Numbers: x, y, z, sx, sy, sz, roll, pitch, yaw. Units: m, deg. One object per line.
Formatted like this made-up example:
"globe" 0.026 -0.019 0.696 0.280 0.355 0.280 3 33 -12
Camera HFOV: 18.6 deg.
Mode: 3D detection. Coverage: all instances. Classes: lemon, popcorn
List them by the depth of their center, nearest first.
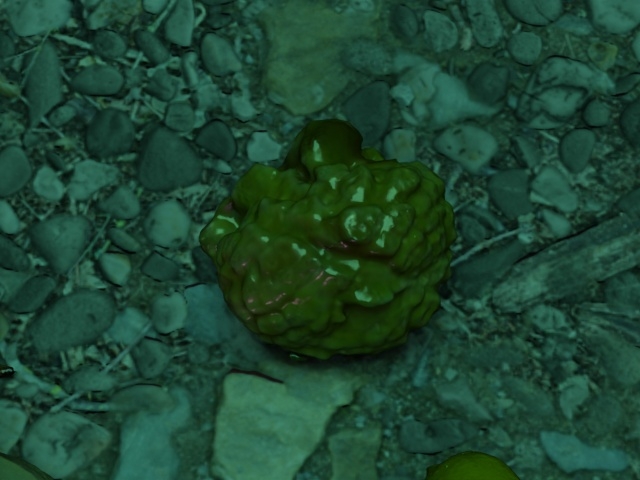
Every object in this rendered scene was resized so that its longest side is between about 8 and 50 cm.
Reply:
"lemon" 0.150 0.263 1.872 0.109 0.109 0.133 -31 69 -15
"popcorn" 0.000 0.000 1.947 0.251 0.206 0.237 23 82 28

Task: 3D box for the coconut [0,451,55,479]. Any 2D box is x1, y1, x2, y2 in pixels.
"coconut" -0.338 0.317 1.773 0.259 0.259 0.259 1 65 -1

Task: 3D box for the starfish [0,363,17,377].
"starfish" -0.415 0.111 1.919 0.238 0.057 0.213 0 87 -21
